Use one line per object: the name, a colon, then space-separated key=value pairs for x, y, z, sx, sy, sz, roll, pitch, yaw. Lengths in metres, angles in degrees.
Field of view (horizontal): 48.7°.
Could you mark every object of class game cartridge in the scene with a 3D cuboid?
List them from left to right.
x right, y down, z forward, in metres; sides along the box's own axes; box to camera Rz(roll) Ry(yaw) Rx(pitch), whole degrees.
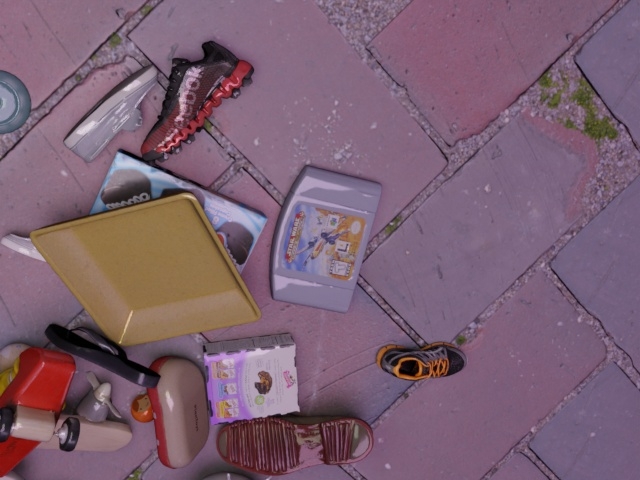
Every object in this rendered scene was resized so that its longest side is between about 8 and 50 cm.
game cartridge: x=0.000 y=0.000 z=1.503 sx=0.198 sy=0.062 sz=0.297 roll=11 pitch=101 yaw=-19

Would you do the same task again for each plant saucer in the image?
plant saucer: x=-0.603 y=-0.257 z=1.315 sx=0.119 sy=0.021 sz=0.119 roll=-3 pitch=105 yaw=-12
plant saucer: x=-0.315 y=0.047 z=1.347 sx=0.333 sy=0.081 sz=0.333 roll=-12 pitch=130 yaw=14

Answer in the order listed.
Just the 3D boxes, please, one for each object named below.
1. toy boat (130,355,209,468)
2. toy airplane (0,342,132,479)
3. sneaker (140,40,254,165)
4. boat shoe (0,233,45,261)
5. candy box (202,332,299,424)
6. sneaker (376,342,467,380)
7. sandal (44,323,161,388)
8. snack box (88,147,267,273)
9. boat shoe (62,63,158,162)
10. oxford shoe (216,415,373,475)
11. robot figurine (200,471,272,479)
toy boat: x=-0.329 y=0.355 z=1.488 sx=0.151 sy=0.151 sz=0.231 roll=2 pitch=105 yaw=17
toy airplane: x=-0.598 y=0.334 z=1.366 sx=0.384 sy=0.272 sz=0.386 roll=-13 pitch=141 yaw=0
sneaker: x=-0.259 y=-0.269 z=1.349 sx=0.276 sy=0.097 sz=0.135 roll=-47 pitch=109 yaw=-3
boat shoe: x=-0.522 y=0.012 z=1.382 sx=0.184 sy=0.066 sz=0.063 roll=19 pitch=85 yaw=-14
candy box: x=-0.149 y=0.298 z=1.534 sx=0.196 sy=0.070 sz=0.164 roll=-5 pitch=105 yaw=-11
sneaker: x=0.239 y=0.285 z=1.614 sx=0.215 sy=0.083 sz=0.084 roll=-1 pitch=102 yaw=-14
sandal: x=-0.426 y=0.218 z=1.408 sx=0.254 sy=0.097 sz=0.054 roll=22 pitch=85 yaw=11
snack box: x=-0.291 y=-0.031 z=1.423 sx=0.322 sy=0.060 sz=0.187 roll=24 pitch=99 yaw=-18
boat shoe: x=-0.383 y=-0.238 z=1.348 sx=0.227 sy=0.079 sz=0.081 roll=-41 pitch=118 yaw=5
oxford shoe: x=-0.053 y=0.449 z=1.572 sx=0.348 sy=0.130 sz=0.123 roll=-1 pitch=83 yaw=8
robot figurine: x=-0.228 y=0.657 z=1.538 sx=0.300 sy=0.200 sz=0.353 roll=16 pitch=103 yaw=-55
